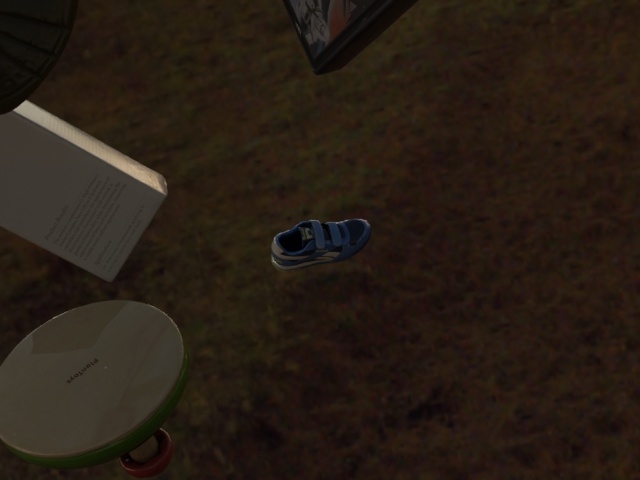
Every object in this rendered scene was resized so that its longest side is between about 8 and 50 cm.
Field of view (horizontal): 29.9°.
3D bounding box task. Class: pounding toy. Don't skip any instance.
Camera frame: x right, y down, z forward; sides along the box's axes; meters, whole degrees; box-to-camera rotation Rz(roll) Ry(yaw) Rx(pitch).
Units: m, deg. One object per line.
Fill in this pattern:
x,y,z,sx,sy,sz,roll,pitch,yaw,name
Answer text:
-0.220,0.165,1.092,0.237,0.110,0.183,-20,40,-3,pounding toy

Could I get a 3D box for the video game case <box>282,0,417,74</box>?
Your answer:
0.018,-0.290,0.885,0.035,0.248,0.275,-20,-8,-32,video game case

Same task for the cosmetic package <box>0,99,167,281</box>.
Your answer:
-0.286,-0.065,1.234,0.117,0.231,0.085,-56,18,10,cosmetic package

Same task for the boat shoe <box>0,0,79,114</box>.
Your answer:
-0.235,-0.209,1.000,0.080,0.223,0.073,22,3,-11,boat shoe

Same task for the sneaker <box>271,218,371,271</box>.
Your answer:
0.000,0.000,1.637,0.144,0.059,0.053,-18,58,-3,sneaker
